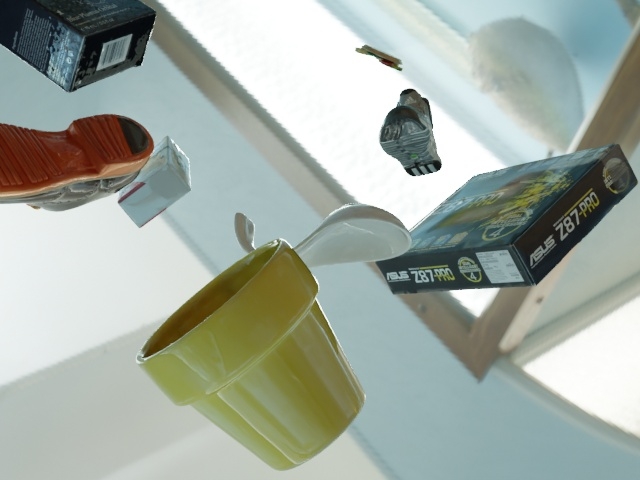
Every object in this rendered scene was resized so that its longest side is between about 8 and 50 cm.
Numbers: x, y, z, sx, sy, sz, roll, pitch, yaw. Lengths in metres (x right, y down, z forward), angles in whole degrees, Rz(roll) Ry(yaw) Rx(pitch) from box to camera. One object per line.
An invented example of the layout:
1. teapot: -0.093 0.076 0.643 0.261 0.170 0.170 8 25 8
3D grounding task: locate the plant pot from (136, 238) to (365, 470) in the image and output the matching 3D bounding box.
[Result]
1. plant pot: -0.075 0.166 1.408 0.239 0.254 0.254 52 -137 -10

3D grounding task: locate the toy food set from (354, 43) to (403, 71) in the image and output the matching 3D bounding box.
1. toy food set: 0.106 -0.322 1.854 0.083 0.020 0.082 11 -162 -46

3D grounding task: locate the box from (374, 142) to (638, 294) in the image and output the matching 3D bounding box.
1. box: 0.326 -0.029 1.902 0.318 0.395 0.097 -37 -76 -28

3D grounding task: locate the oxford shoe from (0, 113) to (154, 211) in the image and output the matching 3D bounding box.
1. oxford shoe: -0.407 -0.083 1.489 0.363 0.133 0.130 -11 -123 -40

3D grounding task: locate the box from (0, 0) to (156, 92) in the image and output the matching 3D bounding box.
1. box: -0.336 -0.294 1.423 0.158 0.093 0.156 34 -145 13

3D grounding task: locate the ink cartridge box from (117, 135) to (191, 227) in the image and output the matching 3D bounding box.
1. ink cartridge box: -0.275 -0.099 1.749 0.063 0.109 0.150 50 -172 -24

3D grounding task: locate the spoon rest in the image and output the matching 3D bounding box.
1. spoon rest: 0.000 0.000 1.545 0.276 0.137 0.084 -2 -116 26

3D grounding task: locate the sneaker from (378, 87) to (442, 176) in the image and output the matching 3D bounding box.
1. sneaker: 0.140 -0.201 1.725 0.086 0.229 0.132 -10 -110 12
